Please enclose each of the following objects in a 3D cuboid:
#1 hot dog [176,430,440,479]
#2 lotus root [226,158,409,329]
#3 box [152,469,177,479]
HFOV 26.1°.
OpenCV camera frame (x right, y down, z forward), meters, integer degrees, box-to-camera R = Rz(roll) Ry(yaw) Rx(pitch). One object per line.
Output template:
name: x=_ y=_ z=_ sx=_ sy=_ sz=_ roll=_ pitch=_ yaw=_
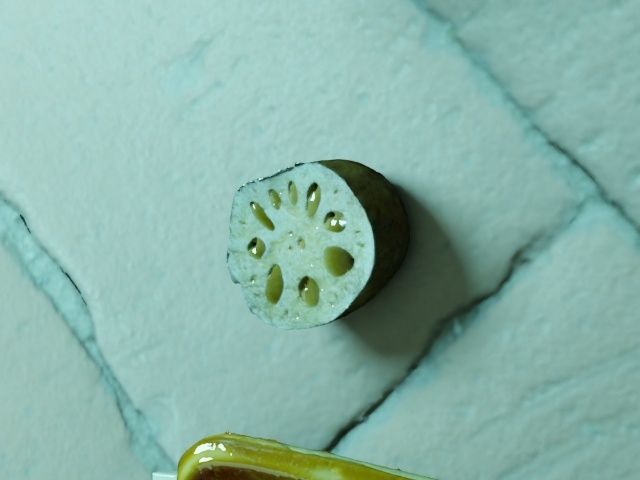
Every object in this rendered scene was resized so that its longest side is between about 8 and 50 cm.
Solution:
hot dog: x=0.015 y=0.204 z=0.967 sx=0.250 sy=0.076 sz=0.104 roll=10 pitch=72 yaw=11
lotus root: x=0.001 y=0.003 z=0.984 sx=0.122 sy=0.081 sz=0.112 roll=-17 pitch=84 yaw=29
box: x=-0.055 y=0.227 z=1.051 sx=0.167 sy=0.024 sz=0.090 roll=0 pitch=90 yaw=29
